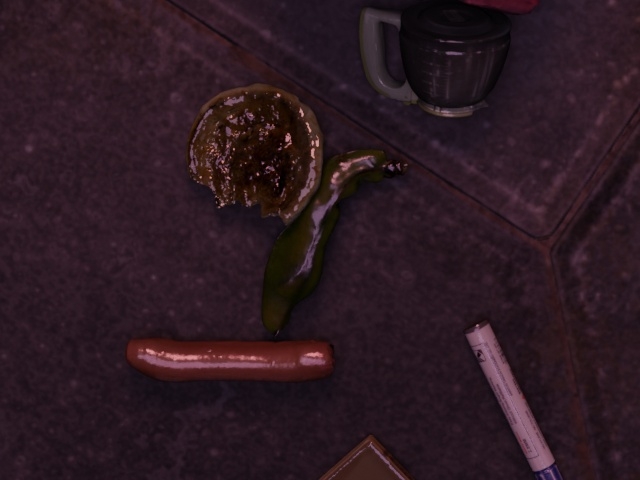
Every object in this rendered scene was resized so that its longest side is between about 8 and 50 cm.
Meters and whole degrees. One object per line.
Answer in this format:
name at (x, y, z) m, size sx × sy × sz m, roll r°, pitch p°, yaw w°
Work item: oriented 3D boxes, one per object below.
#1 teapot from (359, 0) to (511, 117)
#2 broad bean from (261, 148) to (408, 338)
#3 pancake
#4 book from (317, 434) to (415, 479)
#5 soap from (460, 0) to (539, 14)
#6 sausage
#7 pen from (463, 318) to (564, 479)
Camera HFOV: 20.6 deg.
teapot at (0.101, -0.153, 1.486) m, size 0.092 × 0.124 × 0.091 m, roll -17°, pitch 124°, yaw -32°
broad bean at (-0.005, -0.007, 1.531) m, size 0.061 × 0.046 × 0.195 m, roll 38°, pitch 100°, yaw 1°
pancake at (-0.055, -0.078, 1.523) m, size 0.129 × 0.022 × 0.116 m, roll 14°, pitch 93°, yaw 20°
book at (0.073, 0.356, 1.600) m, size 0.217 × 0.021 × 0.310 m, roll -42°, pitch 93°, yaw 12°
soap at (0.080, -0.252, 1.399) m, size 0.250 × 0.162 × 0.099 m, roll 7°, pitch 106°, yaw -39°
sausage at (-0.080, 0.106, 1.559) m, size 0.186 × 0.043 × 0.043 m, roll 1°, pitch 100°, yaw 5°
pen at (0.180, 0.163, 1.553) m, size 0.025 × 0.025 × 0.204 m, roll -25°, pitch 97°, yaw 10°
